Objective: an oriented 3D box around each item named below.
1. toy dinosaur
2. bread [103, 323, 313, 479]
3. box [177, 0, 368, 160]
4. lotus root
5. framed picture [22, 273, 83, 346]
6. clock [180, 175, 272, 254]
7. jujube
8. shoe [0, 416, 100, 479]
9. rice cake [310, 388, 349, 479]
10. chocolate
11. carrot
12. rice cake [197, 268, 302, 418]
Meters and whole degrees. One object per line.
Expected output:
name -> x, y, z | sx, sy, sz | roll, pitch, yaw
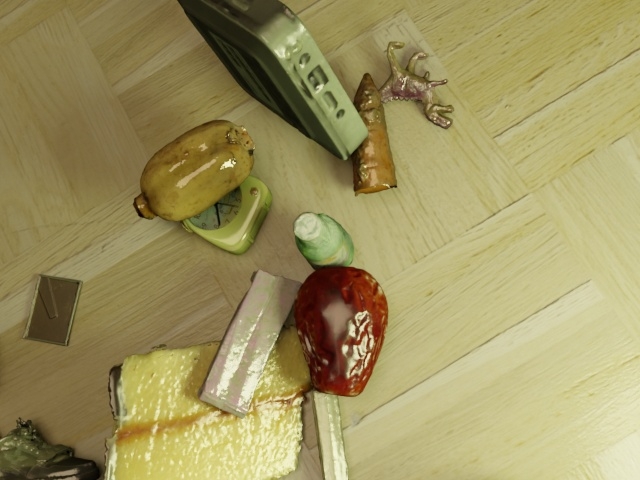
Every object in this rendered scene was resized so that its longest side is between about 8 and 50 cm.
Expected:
toy dinosaur -> 0.164, -0.323, 1.836 | 0.251, 0.072, 0.200 | 3, 85, 3
bread -> -0.209, 0.356, 1.668 | 0.404, 0.242, 0.346 | -14, 75, 12
box -> -0.105, -0.361, 1.681 | 0.111, 0.396, 0.396 | -46, 52, -4
lotus root -> -0.266, -0.140, 1.761 | 0.284, 0.146, 0.160 | -34, 54, 5
framed picture -> -0.596, 0.154, 1.893 | 0.109, 0.011, 0.149 | 8, 78, 12
clock -> -0.234, -0.083, 1.852 | 0.232, 0.069, 0.170 | 24, 83, 16
jujube -> 0.040, 0.179, 1.684 | 0.189, 0.190, 0.255 | 1, 80, 11
shoe -> -0.601, 0.442, 1.771 | 0.292, 0.109, 0.149 | -7, 81, 14
rice cake -> 0.022, 0.411, 1.694 | 0.057, 0.052, 0.256 | -10, 75, 5
chocolate -> 0.000, 0.000, 1.672 | 0.110, 0.291, 0.110 | -2, 80, 9
carrot -> 0.107, -0.227, 1.792 | 0.101, 0.102, 0.263 | -5, 84, 10
rice cake -> -0.141, 0.198, 1.693 | 0.106, 0.050, 0.298 | 28, 69, -12
